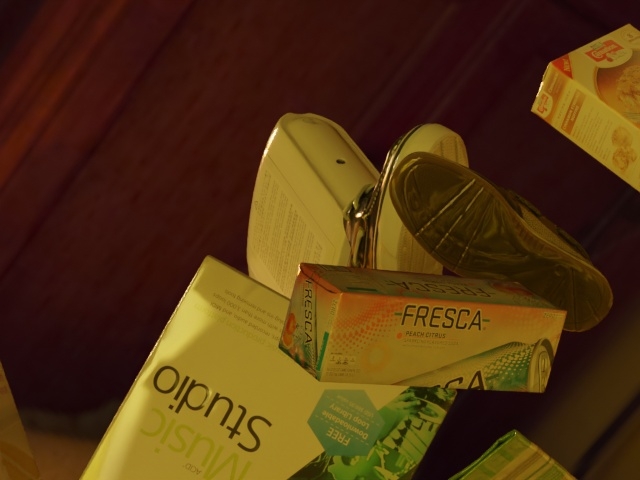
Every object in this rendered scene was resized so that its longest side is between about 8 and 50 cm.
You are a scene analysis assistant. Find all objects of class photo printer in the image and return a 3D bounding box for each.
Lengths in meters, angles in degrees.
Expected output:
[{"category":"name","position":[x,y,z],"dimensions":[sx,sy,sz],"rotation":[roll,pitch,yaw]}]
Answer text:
[{"category":"photo printer","position":[0.000,0.000,2.233],"dimensions":[0.107,0.256,0.307],"rotation":[-2,31,-24]}]

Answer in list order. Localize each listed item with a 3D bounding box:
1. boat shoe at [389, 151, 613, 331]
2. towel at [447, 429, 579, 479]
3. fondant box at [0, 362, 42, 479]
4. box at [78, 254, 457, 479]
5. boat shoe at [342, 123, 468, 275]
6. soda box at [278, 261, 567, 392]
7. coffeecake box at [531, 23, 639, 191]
[{"category":"boat shoe","position":[0.151,-0.004,1.513],"dimensions":[0.223,0.080,0.073],"rotation":[34,16,-11]},{"category":"towel","position":[0.229,0.289,2.089],"dimensions":[0.152,0.113,0.023],"rotation":[41,13,-37]},{"category":"fondant box","position":[-0.327,0.282,1.583],"dimensions":[0.238,0.096,0.330],"rotation":[-32,106,-71]},{"category":"box","position":[-0.067,0.205,1.400],"dimensions":[0.232,0.322,0.058],"rotation":[28,-7,7]},{"category":"boat shoe","position":[0.073,-0.008,1.941],"dimensions":[0.119,0.335,0.121],"rotation":[37,51,26]},{"category":"soda box","position":[0.068,0.058,1.147],"dimensions":[0.183,0.063,0.058],"rotation":[6,16,-31]},{"category":"coffeecake box","position":[0.333,-0.126,1.793],"dimensions":[0.185,0.068,0.142],"rotation":[40,46,24]}]
